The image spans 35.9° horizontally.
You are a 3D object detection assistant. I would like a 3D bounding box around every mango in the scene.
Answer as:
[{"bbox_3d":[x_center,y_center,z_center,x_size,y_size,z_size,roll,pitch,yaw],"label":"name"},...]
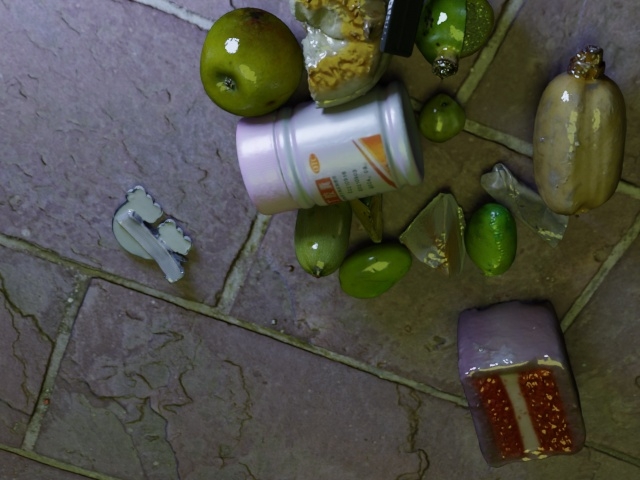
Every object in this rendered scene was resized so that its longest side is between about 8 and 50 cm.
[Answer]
[{"bbox_3d":[0.349,-0.007,1.983,0.100,0.119,0.178,-30,147,-19],"label":"mango"},{"bbox_3d":[0.109,0.058,2.072,0.117,0.089,0.163,30,124,-31],"label":"mango"}]

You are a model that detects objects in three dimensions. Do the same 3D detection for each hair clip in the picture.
[{"bbox_3d":[-0.364,-0.007,2.099,0.140,0.054,0.220,-27,116,27],"label":"hair clip"}]

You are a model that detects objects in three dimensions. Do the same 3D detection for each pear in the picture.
[{"bbox_3d":[0.227,-0.230,1.861,0.092,0.092,0.097,-8,125,11],"label":"pear"}]

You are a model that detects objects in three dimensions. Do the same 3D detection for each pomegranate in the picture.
[{"bbox_3d":[0.218,-0.362,1.726,0.122,0.169,0.143,33,154,11],"label":"pomegranate"}]

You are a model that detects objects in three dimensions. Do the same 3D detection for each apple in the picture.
[{"bbox_3d":[-0.129,-0.316,1.782,0.196,0.157,0.196,17,132,20],"label":"apple"}]

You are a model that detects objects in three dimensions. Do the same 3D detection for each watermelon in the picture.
[{"bbox_3d":[0.082,-0.070,1.979,0.075,0.092,0.181,4,160,12],"label":"watermelon"}]

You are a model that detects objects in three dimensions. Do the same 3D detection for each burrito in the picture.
[{"bbox_3d":[0.416,-0.071,1.970,0.226,0.060,0.087,35,122,-18],"label":"burrito"}]

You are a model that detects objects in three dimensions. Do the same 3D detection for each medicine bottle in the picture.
[{"bbox_3d":[0.022,-0.170,1.853,0.316,0.202,0.202,-11,124,14],"label":"medicine bottle"}]

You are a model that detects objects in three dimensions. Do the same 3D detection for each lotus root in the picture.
[{"bbox_3d":[0.477,-0.202,1.822,0.169,0.151,0.343,-10,121,-6],"label":"lotus root"}]

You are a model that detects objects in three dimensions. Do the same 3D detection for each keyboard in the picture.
[{"bbox_3d":[0.169,-0.496,1.634,0.041,0.103,0.381,26,106,32],"label":"keyboard"}]

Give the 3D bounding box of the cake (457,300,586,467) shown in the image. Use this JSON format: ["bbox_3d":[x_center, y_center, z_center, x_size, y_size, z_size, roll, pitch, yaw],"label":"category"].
[{"bbox_3d":[0.429,0.306,2.136,0.237,0.230,0.309,-13,123,12],"label":"cake"}]

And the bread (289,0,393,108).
[{"bbox_3d":[0.041,-0.400,1.705,0.192,0.171,0.314,-13,121,9],"label":"bread"}]

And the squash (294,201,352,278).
[{"bbox_3d":[0.000,0.000,1.990,0.123,0.187,0.123,5,132,5],"label":"squash"}]

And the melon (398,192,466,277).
[{"bbox_3d":[0.227,-0.004,2.022,0.139,0.093,0.202,-1,120,19],"label":"melon"}]
